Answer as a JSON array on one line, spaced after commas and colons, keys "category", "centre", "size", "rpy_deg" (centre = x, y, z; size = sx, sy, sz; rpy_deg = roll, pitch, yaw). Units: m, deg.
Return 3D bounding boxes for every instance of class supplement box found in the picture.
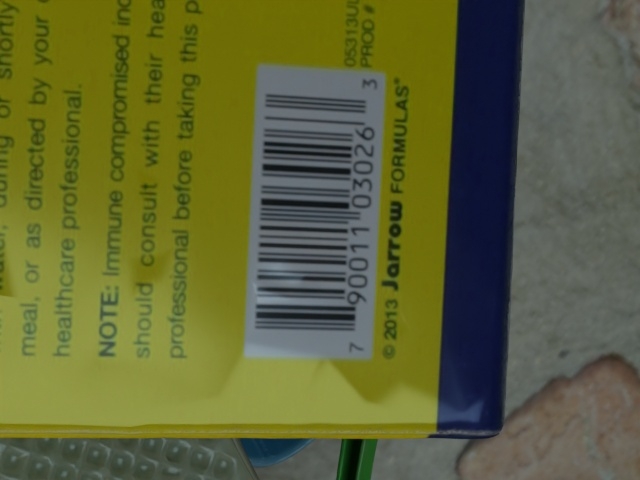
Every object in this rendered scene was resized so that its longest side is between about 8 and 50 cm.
[{"category": "supplement box", "centre": [-0.132, -0.040, 0.626], "size": [0.356, 0.194, 0.195], "rpy_deg": [2, 91, -19]}]

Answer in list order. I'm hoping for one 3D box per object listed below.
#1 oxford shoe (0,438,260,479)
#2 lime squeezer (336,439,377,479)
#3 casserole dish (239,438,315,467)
[{"category": "oxford shoe", "centre": [-0.118, 0.057, 0.818], "size": [0.169, 0.130, 0.449], "rpy_deg": [-26, 105, -25]}, {"category": "lime squeezer", "centre": [0.000, 0.000, 0.852], "size": [0.110, 0.059, 0.310], "rpy_deg": [-27, 117, -26]}, {"category": "casserole dish", "centre": [-0.006, 0.028, 0.924], "size": [0.188, 0.037, 0.114], "rpy_deg": [-45, 124, -5]}]
